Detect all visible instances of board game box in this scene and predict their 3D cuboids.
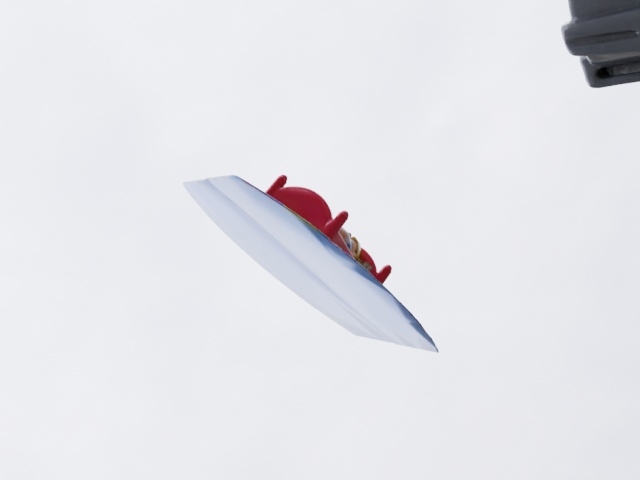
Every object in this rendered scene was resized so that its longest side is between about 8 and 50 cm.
[{"bbox_3d":[0.000,0.000,0.638,0.133,0.169,0.033,42,-103,-15],"label":"board game box"}]

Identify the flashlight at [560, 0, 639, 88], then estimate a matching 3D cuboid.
[{"bbox_3d":[0.256,-0.145,0.547,0.103,0.304,0.103,41,-126,-51],"label":"flashlight"}]
